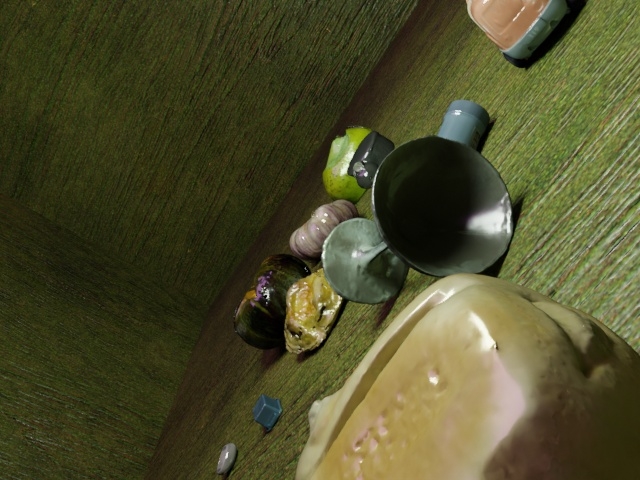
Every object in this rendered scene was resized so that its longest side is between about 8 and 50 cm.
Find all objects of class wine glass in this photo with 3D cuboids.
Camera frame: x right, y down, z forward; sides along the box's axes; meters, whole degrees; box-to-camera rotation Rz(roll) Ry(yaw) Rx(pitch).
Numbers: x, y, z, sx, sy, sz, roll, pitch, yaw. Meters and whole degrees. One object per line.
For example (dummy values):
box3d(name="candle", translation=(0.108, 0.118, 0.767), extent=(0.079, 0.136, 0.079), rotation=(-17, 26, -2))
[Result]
box3d(name="wine glass", translation=(0.153, -0.010, 1.315), extent=(0.267, 0.267, 0.406), rotation=(-64, 9, -22))

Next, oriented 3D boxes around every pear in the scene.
box3d(name="pear", translation=(0.094, -0.247, 2.344), extent=(0.292, 0.160, 0.292), rotation=(-56, 15, 23))

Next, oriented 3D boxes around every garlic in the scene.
box3d(name="garlic", translation=(0.028, -0.021, 2.084), extent=(0.245, 0.160, 0.245), rotation=(-44, -3, -3))

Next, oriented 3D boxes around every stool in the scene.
box3d(name="stool", translation=(0.164, -0.220, 2.022), extent=(0.153, 0.139, 0.227), rotation=(-43, 22, 56))

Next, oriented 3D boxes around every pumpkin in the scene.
box3d(name="pumpkin", translation=(-0.145, 0.193, 2.129), extent=(0.320, 0.192, 0.320), rotation=(-62, 7, 13))

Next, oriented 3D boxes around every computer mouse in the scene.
box3d(name="computer mouse", translation=(-0.271, 0.642, 1.958), extent=(0.066, 0.039, 0.096), rotation=(-45, 26, 51))

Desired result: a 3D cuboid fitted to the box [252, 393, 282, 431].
box3d(name="box", translation=(-0.149, 0.470, 1.837), extent=(0.074, 0.054, 0.099), rotation=(-61, 12, 2))

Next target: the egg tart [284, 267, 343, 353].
box3d(name="egg tart", translation=(-0.026, 0.180, 1.890), extent=(0.297, 0.132, 0.297), rotation=(-52, 20, 27))

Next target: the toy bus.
box3d(name="toy bus", translation=(0.434, -0.548, 1.515), extent=(0.194, 0.232, 0.287), rotation=(-53, 15, 38))

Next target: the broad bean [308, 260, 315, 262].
box3d(name="broad bean", translation=(0.000, 0.000, 2.333), extent=(0.124, 0.082, 0.174), rotation=(-94, 26, -70))

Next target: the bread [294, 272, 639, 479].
box3d(name="bread", translation=(0.160, 0.229, 0.678), extent=(0.375, 0.253, 0.348), rotation=(-59, 17, 10))

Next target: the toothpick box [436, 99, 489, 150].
box3d(name="toothpick box", translation=(0.314, -0.231, 1.531), extent=(0.153, 0.101, 0.101), rotation=(-64, 13, -17))
